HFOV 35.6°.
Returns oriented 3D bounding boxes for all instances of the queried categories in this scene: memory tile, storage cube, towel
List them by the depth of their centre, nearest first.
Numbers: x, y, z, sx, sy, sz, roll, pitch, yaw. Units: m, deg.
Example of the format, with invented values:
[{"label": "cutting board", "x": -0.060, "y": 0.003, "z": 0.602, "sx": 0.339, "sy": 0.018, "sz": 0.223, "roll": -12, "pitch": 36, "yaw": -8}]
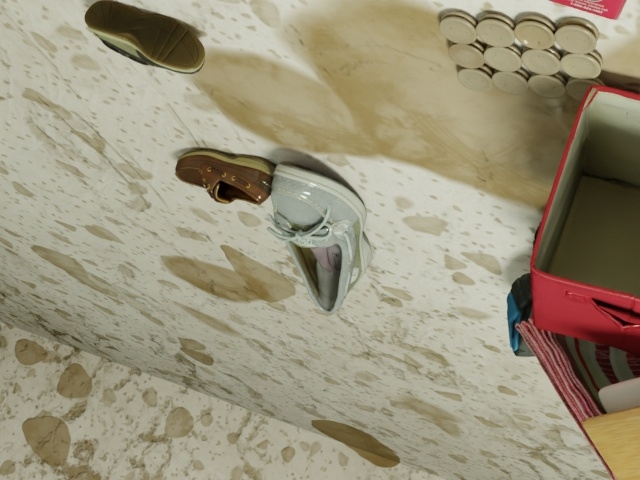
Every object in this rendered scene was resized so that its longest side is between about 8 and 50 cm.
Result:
[{"label": "memory tile", "x": 0.186, "y": -0.169, "z": 0.917, "sx": 0.148, "sy": 0.012, "sz": 0.113, "roll": 12, "pitch": 157, "yaw": 29}, {"label": "storage cube", "x": 0.307, "y": 0.000, "z": 0.927, "sx": 0.184, "sy": 0.215, "sz": 0.193, "roll": 16, "pitch": 164, "yaw": 18}, {"label": "towel", "x": 0.369, "y": 0.200, "z": 1.125, "sx": 0.329, "sy": 0.237, "sz": 0.037, "roll": 18, "pitch": 126, "yaw": -47}]

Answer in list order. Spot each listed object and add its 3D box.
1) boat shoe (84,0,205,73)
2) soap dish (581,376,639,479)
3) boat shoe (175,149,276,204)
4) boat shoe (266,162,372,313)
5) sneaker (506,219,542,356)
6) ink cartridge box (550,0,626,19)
[{"label": "boat shoe", "x": -0.193, "y": -0.225, "z": 1.127, "sx": 0.152, "sy": 0.056, "sz": 0.049, "roll": 28, "pitch": 166, "yaw": 14}, {"label": "soap dish", "x": 0.415, "y": 0.183, "z": 0.934, "sx": 0.229, "sy": 0.118, "sz": 0.291, "roll": -22, "pitch": 154, "yaw": 34}, {"label": "boat shoe", "x": -0.139, "y": -0.085, "z": 1.393, "sx": 0.178, "sy": 0.060, "sz": 0.064, "roll": 9, "pitch": 155, "yaw": 34}, {"label": "boat shoe", "x": -0.002, "y": 0.000, "z": 1.396, "sx": 0.118, "sy": 0.103, "sz": 0.320, "roll": 16, "pitch": 159, "yaw": 18}, {"label": "sneaker", "x": 0.324, "y": 0.047, "z": 1.199, "sx": 0.140, "sy": 0.125, "sz": 0.341, "roll": -1, "pitch": 159, "yaw": -3}, {"label": "ink cartridge box", "x": 0.180, "y": -0.234, "z": 0.691, "sx": 0.109, "sy": 0.063, "sz": 0.150, "roll": 20, "pitch": 159, "yaw": 8}]
